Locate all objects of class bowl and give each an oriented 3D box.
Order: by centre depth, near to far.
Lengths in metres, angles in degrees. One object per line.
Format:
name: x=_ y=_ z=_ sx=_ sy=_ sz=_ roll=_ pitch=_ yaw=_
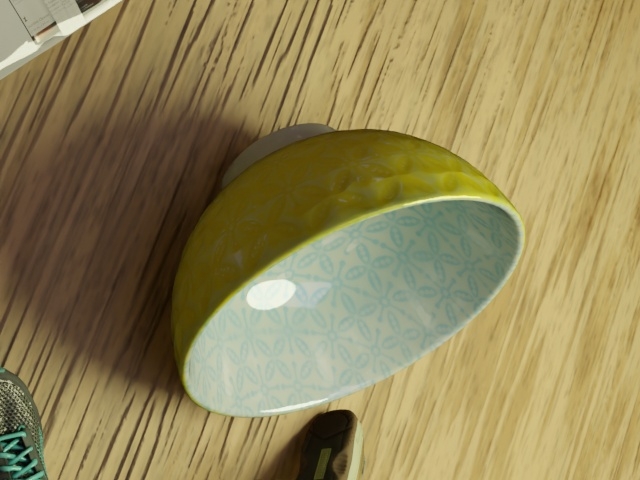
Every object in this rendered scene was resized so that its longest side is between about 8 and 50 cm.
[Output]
bowl: x=0.000 y=0.000 z=0.832 sx=0.289 sy=0.289 sz=0.156 roll=-4 pitch=54 yaw=-36

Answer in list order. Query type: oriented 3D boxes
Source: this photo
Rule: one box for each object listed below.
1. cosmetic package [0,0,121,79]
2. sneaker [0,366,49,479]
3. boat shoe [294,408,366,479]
cosmetic package: x=-0.234 y=-0.168 z=0.726 sx=0.239 sy=0.060 sz=0.099 roll=-43 pitch=116 yaw=-27
sneaker: x=-0.217 y=0.174 z=0.753 sx=0.065 sy=0.076 sz=0.166 roll=-15 pitch=102 yaw=-36
boat shoe: x=0.006 y=0.235 z=0.896 sx=0.072 sy=0.068 sz=0.190 roll=65 pitch=34 yaw=-28
